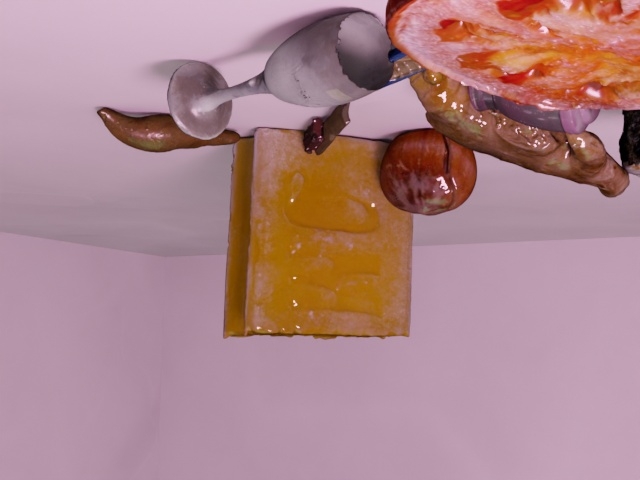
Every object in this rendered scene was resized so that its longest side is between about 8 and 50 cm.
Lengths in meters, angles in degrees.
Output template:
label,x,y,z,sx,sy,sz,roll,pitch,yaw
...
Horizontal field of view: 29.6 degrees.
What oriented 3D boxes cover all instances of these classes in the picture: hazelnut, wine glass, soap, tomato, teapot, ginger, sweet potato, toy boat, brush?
label,x,y,z,sx,sy,sz,roll,pitch,yaw
hazelnut,0.168,-0.103,1.888,0.154,0.143,0.143,1,174,16
wine glass,-0.054,-0.101,1.367,0.096,0.264,0.309,10,169,-40
soap,0.000,0.000,1.965,0.293,0.335,0.156,6,172,-20
tomato,0.218,-0.207,0.931,0.338,0.144,0.338,5,171,1
teapot,0.226,-0.178,1.320,0.146,0.116,0.148,6,179,25
ginger,0.249,-0.130,1.502,0.333,0.080,0.166,26,176,-5
sweet potato,-0.217,-0.159,1.823,0.249,0.059,0.069,2,-166,-36
toy boat,0.101,-0.208,1.337,0.080,0.046,0.229,-11,179,-22
brush,0.008,-0.164,1.771,0.036,0.043,0.248,-4,175,-11

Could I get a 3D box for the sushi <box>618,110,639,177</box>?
label,x,y,z,sx,sy,sz,roll,pitch,yaw
sushi,0.460,-0.148,1.524,0.147,0.115,0.212,3,174,-32
